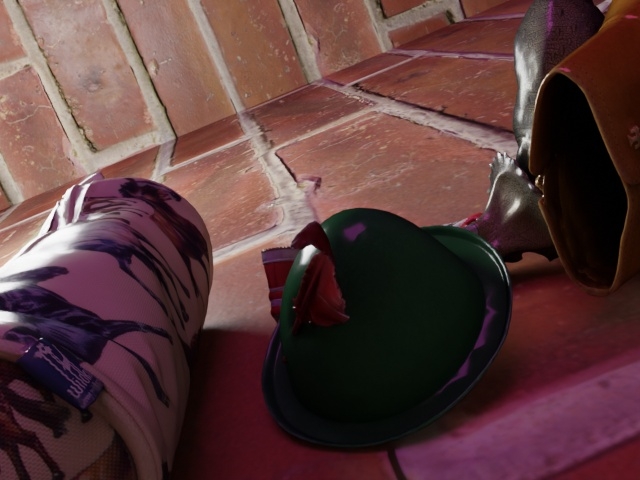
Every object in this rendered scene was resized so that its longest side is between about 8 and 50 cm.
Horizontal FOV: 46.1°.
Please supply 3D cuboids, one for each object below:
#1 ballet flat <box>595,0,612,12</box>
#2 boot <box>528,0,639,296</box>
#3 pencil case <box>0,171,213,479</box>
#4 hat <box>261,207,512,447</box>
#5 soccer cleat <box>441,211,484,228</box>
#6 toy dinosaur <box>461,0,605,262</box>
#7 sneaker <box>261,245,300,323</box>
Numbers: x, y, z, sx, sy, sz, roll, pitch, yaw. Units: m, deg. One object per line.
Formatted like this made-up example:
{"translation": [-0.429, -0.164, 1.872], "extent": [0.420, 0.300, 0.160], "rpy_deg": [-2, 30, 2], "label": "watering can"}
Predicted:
{"translation": [0.396, -0.253, 0.910], "extent": [0.316, 0.106, 0.107], "rpy_deg": [-22, 17, 0], "label": "ballet flat"}
{"translation": [0.203, -0.129, 0.449], "extent": [0.211, 0.295, 0.104], "rpy_deg": [-22, 18, -36], "label": "boot"}
{"translation": [-0.169, 0.063, 0.524], "extent": [0.160, 0.183, 0.410], "rpy_deg": [-22, 16, 3], "label": "pencil case"}
{"translation": [0.000, 0.000, 0.426], "extent": [0.208, 0.183, 0.173], "rpy_deg": [-3, 48, 43], "label": "hat"}
{"translation": [0.117, -0.006, 0.638], "extent": [0.083, 0.029, 0.035], "rpy_deg": [-26, 21, 2], "label": "soccer cleat"}
{"translation": [0.185, -0.103, 0.553], "extent": [0.121, 0.313, 0.160], "rpy_deg": [16, 7, 29], "label": "toy dinosaur"}
{"translation": [-0.006, 0.041, 0.642], "extent": [0.042, 0.067, 0.118], "rpy_deg": [-12, -11, 36], "label": "sneaker"}
